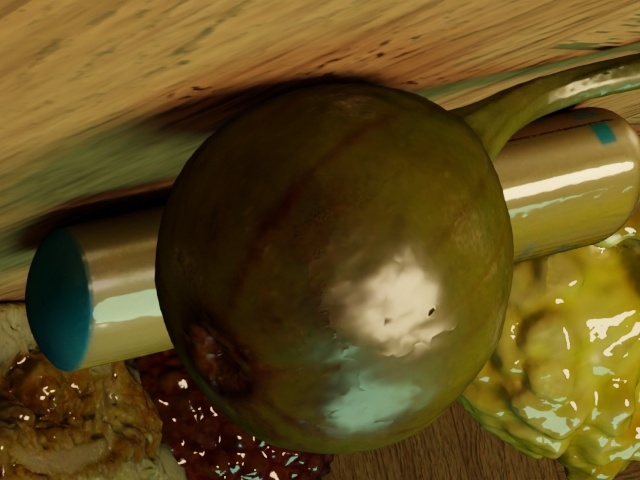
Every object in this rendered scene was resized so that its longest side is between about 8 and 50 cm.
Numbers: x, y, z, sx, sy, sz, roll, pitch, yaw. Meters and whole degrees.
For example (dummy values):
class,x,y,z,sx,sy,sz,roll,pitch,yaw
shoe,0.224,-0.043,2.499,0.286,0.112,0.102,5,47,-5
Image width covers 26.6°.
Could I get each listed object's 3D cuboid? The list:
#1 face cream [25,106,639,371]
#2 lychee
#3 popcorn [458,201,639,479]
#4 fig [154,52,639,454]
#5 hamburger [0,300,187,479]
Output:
class,x,y,z,sx,sy,sz,roll,pitch,yaw
face cream,0.000,0.000,0.642,0.285,0.067,0.139,-13,172,-10
lychee,-0.110,0.190,1.321,0.300,0.264,0.264,10,163,-28
popcorn,0.186,0.039,0.883,0.237,0.206,0.251,7,152,-5
fig,0.046,-0.024,0.479,0.236,0.124,0.124,-38,-174,-27
hamburger,-0.266,0.158,0.947,0.276,0.195,0.318,-18,172,21
